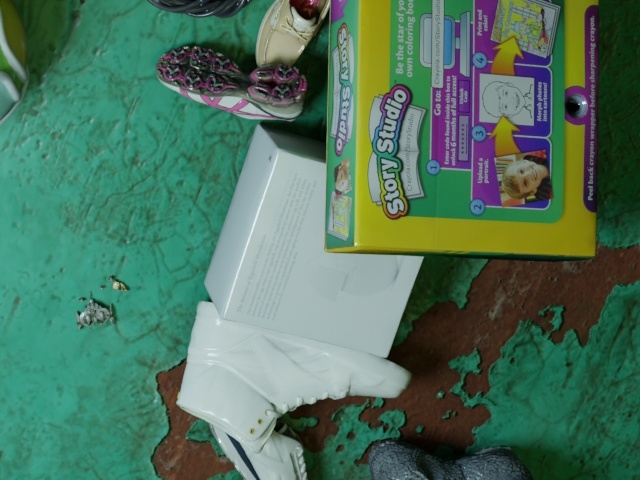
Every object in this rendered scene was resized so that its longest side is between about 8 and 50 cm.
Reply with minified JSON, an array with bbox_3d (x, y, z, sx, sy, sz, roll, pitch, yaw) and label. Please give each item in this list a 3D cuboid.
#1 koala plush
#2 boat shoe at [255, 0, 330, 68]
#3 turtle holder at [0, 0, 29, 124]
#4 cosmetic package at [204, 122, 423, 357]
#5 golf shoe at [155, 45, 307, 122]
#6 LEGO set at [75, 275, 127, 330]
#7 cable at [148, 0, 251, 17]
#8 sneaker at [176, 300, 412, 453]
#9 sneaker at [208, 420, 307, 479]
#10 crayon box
[{"bbox_3d":[0.188,0.345,2.043,0.221,0.196,0.203,-14,101,-4],"label":"koala plush"},{"bbox_3d":[-0.027,-0.272,1.841,0.063,0.059,0.170,21,103,-19],"label":"boat shoe"},{"bbox_3d":[-0.427,-0.228,1.673,0.227,0.243,0.320,26,92,-58],"label":"turtle holder"},{"bbox_3d":[0.000,0.000,1.899,0.225,0.138,0.224,15,104,-20],"label":"cosmetic package"},{"bbox_3d":[-0.110,-0.179,1.847,0.186,0.067,0.086,13,150,1],"label":"golf shoe"},{"bbox_3d":[-0.279,0.084,1.923,0.054,0.023,0.083,21,103,-19],"label":"LEGO set"},{"bbox_3d":[-0.153,-0.339,1.801,0.185,0.047,0.150,3,113,-17],"label":"cable"},{"bbox_3d":[-0.038,0.197,1.950,0.293,0.108,0.169,17,79,-9],"label":"sneaker"},{"bbox_3d":[-0.054,0.307,2.026,0.095,0.090,0.235,-35,115,-10],"label":"sneaker"},{"bbox_3d":[0.169,-0.161,1.807,0.313,0.106,0.362,3,86,-20],"label":"crayon box"}]
